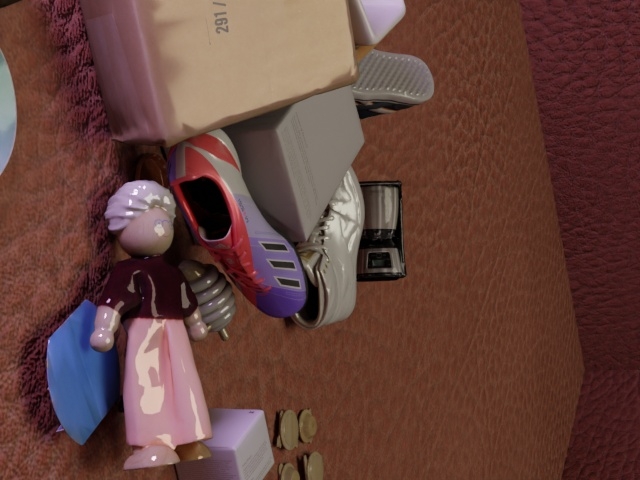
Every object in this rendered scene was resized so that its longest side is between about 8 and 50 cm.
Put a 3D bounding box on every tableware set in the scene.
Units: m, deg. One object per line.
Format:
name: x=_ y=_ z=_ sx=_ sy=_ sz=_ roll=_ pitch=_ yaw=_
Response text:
tableware set: x=-0.034 y=0.342 z=2.014 sx=0.168 sy=0.020 sz=0.141 roll=7 pitch=79 yaw=-66

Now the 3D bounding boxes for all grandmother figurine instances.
grandmother figurine: x=-0.197 y=0.096 z=1.498 sx=0.208 sy=0.104 sz=0.343 roll=13 pitch=68 yaw=-70

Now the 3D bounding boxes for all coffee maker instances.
coffee maker: x=0.107 y=-0.015 z=2.265 sx=0.171 sy=0.120 sz=0.178 roll=6 pitch=83 yaw=-68

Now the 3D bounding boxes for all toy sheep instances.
toy sheep: x=-0.156 y=0.082 z=1.670 sx=0.132 sy=0.091 sz=0.091 roll=69 pitch=29 yaw=-27

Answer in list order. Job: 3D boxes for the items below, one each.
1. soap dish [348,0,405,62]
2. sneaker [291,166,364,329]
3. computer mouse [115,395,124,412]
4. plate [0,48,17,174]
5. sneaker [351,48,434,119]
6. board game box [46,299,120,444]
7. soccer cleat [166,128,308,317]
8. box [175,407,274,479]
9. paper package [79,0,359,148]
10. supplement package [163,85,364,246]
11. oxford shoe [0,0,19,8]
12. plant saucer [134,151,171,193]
soap dish: x=0.003 y=-0.400 z=1.740 sx=0.291 sy=0.118 sz=0.229 roll=67 pitch=25 yaw=-16
sneaker: x=0.000 y=0.000 z=2.024 sx=0.169 sy=0.108 sz=0.293 roll=-17 pitch=105 yaw=-70
computer mouse: x=-0.212 y=0.131 z=1.582 sx=0.106 sy=0.042 sz=0.193 roll=35 pitch=55 yaw=-61
plate: x=-0.372 y=-0.140 z=1.256 sx=0.188 sy=0.024 sz=0.188 roll=-3 pitch=90 yaw=-68
sneaker: x=0.048 y=-0.284 z=2.176 sx=0.321 sy=0.127 sz=0.126 roll=13 pitch=67 yaw=-41
board game box: x=-0.283 y=0.150 z=1.426 sx=0.169 sy=0.033 sz=0.133 roll=-60 pitch=139 yaw=-63
soccer cleat: x=-0.111 y=0.000 z=1.613 sx=0.116 sy=0.108 sz=0.318 roll=-82 pitch=151 yaw=-52
box: x=-0.131 y=0.289 z=1.681 sx=0.101 sy=0.101 sz=0.087 roll=-48 pitch=133 yaw=-58
paper package: x=-0.130 y=-0.311 z=1.508 sx=0.309 sy=0.168 sz=0.325 roll=-22 pitch=111 yaw=-28
supplement package: x=-0.071 y=-0.142 z=1.777 sx=0.293 sy=0.177 sz=0.175 roll=-60 pitch=141 yaw=-52
oxford shoe: x=-0.333 y=-0.283 z=1.278 sx=0.227 sy=0.096 sz=0.083 roll=-30 pitch=113 yaw=-67
plant saucer: x=-0.220 y=-0.073 z=1.625 sx=0.083 sy=0.013 sz=0.084 roll=-4 pitch=90 yaw=-68
